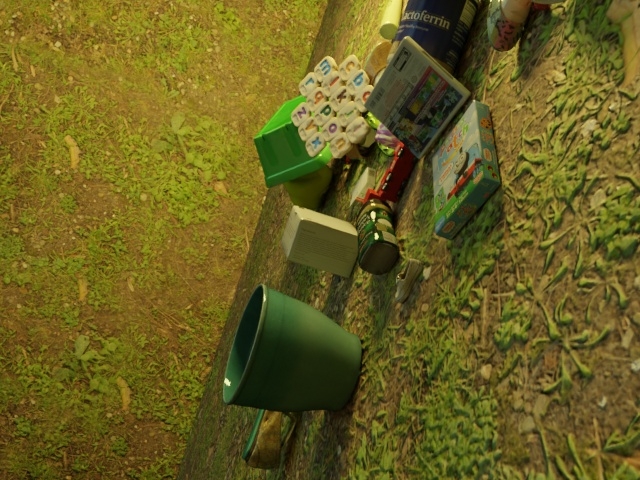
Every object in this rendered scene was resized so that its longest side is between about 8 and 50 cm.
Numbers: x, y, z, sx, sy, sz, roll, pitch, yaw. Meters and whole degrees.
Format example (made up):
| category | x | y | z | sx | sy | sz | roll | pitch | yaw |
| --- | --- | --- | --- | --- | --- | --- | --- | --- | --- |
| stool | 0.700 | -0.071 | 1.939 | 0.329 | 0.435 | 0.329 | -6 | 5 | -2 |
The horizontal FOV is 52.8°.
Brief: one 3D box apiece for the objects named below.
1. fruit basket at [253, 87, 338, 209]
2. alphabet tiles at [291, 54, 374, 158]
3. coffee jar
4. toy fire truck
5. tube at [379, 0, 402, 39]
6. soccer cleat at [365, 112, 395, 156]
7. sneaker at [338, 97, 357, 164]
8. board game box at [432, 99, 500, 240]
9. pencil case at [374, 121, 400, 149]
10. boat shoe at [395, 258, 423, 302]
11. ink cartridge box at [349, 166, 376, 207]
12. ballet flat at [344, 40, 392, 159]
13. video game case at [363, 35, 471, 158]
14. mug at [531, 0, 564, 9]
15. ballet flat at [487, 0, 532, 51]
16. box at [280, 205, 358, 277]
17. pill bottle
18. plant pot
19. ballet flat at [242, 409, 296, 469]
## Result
| category | x | y | z | sx | sy | sz | roll | pitch | yaw |
| --- | --- | --- | --- | --- | --- | --- | --- | --- | --- |
| fruit basket | -0.035 | -0.275 | 2.172 | 0.282 | 0.392 | 0.392 | -17 | 46 | 30 |
| alphabet tiles | 0.037 | -0.382 | 1.852 | 0.278 | 0.021 | 0.284 | -39 | 64 | 31 |
| coffee jar | 0.127 | -0.013 | 1.472 | 0.184 | 0.079 | 0.096 | -90 | 23 | -54 |
| toy fire truck | 0.169 | -0.152 | 1.557 | 0.135 | 0.047 | 0.192 | -108 | 39 | -71 |
| tube | 0.232 | -0.739 | 2.081 | 0.070 | 0.062 | 0.240 | -10 | 45 | 27 |
| soccer cleat | 0.174 | -0.279 | 1.698 | 0.060 | 0.072 | 0.179 | -38 | 48 | 19 |
| sneaker | 0.103 | -0.369 | 1.993 | 0.125 | 0.104 | 0.262 | -116 | 46 | -74 |
| board game box | 0.261 | -0.130 | 1.182 | 0.160 | 0.039 | 0.212 | 122 | 162 | -45 |
| pencil case | 0.202 | -0.318 | 1.574 | 0.088 | 0.086 | 0.206 | 20 | 93 | 51 |
| boat shoe | 0.167 | 0.079 | 1.282 | 0.035 | 0.035 | 0.100 | -96 | 29 | -60 |
| ink cartridge box | 0.117 | -0.143 | 1.790 | 0.115 | 0.029 | 0.063 | 123 | 160 | -49 |
| ballet flat | 0.157 | -0.382 | 1.818 | 0.124 | 0.116 | 0.343 | 44 | 116 | 53 |
| video game case | 0.203 | -0.303 | 1.391 | 0.023 | 0.183 | 0.201 | -36 | -13 | -41 |
| mug | 0.374 | -0.480 | 1.061 | 0.150 | 0.113 | 0.169 | -42 | 29 | 60 |
| ballet flat | 0.358 | -0.450 | 1.166 | 0.079 | 0.076 | 0.222 | -26 | 42 | 66 |
| box | 0.000 | 0.000 | 1.737 | 0.181 | 0.181 | 0.119 | -122 | 51 | -73 |
| pill bottle | 0.259 | -0.492 | 1.428 | 0.153 | 0.153 | 0.265 | -145 | 74 | -76 |
| plant pot | -0.055 | 0.264 | 1.443 | 0.271 | 0.255 | 0.272 | -161 | 90 | -77 |
| ballet flat | -0.112 | 0.442 | 1.738 | 0.123 | 0.123 | 0.349 | 131 | 157 | -58 |
